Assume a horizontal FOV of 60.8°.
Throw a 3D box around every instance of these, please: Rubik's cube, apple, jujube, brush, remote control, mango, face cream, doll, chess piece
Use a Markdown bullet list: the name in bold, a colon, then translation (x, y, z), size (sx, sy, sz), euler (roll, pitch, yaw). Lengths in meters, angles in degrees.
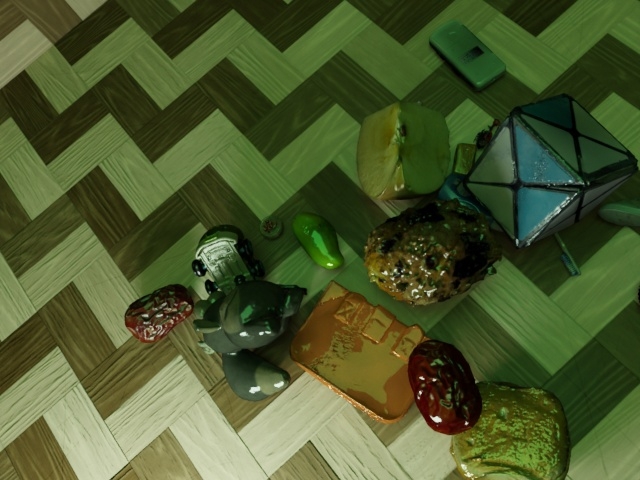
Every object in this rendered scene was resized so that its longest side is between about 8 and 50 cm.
- **Rubik's cube**: translation (0.650, -0.202, 1.581), size (0.310, 0.305, 0.307), euler (-21, 66, -29)
- **apple**: translation (0.262, -0.279, 1.777), size (0.314, 0.252, 0.309), euler (0, 84, 13)
- **jujube**: translation (0.330, 0.390, 1.464), size (0.174, 0.174, 0.250), euler (-23, 50, 4)
- **brush**: translation (0.746, 0.032, 1.681), size (0.030, 0.033, 0.179), euler (-28, 67, 17)
- **remote control**: translation (0.517, -0.665, 1.951), size (0.140, 0.056, 0.296), euler (-35, 67, -3)
- **mango**: translation (0.000, 0.000, 1.810), size (0.125, 0.111, 0.233), euler (-43, 70, 1)
- **face cream**: translation (0.509, -0.112, 1.741), size (0.264, 0.083, 0.149), euler (30, 55, 13)
- **doll**: translation (-0.178, 0.282, 1.638), size (0.382, 0.379, 0.252), euler (-13, 27, 44)
- **jujube**: translation (-0.536, 0.241, 1.827), size (0.230, 0.155, 0.155), euler (-31, 68, -8)
- **chess piece**: translation (-0.171, -0.045, 1.899), size (0.083, 0.038, 0.084), euler (-4, 72, 13)

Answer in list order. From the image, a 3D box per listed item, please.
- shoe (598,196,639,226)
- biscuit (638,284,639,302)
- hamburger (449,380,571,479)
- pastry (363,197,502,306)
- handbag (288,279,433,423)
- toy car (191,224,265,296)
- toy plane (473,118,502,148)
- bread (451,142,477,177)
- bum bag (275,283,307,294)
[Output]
- **shoe**: translation (0.975, -0.093, 1.639), size (0.251, 0.103, 0.100), euler (12, 76, 10)
- **biscuit**: translation (1.015, 0.165, 1.567), size (0.194, 0.053, 0.195), euler (-4, 72, 11)
- **hamburger**: translation (0.515, 0.532, 1.485), size (0.304, 0.174, 0.284), euler (9, 70, 15)
- **pastry**: translation (0.317, 0.037, 1.594), size (0.405, 0.337, 0.293), euler (-13, 104, 11)
- **handbag**: translation (0.130, 0.337, 1.670), size (0.410, 0.116, 0.304), euler (30, 77, 19)
- **toy car**: translation (-0.301, 0.054, 1.810), size (0.204, 0.248, 0.198), euler (-22, 30, 7)
- **toy plane**: translation (0.565, -0.355, 1.843), size (0.060, 0.037, 0.145), euler (35, 77, -5)
- **bread**: translation (0.481, -0.263, 1.826), size (0.074, 0.053, 0.132), euler (9, 74, 11)
- **bum bag**: translation (-0.108, 0.153, 1.755), size (0.109, 0.159, 0.026), euler (1, 77, 11)
